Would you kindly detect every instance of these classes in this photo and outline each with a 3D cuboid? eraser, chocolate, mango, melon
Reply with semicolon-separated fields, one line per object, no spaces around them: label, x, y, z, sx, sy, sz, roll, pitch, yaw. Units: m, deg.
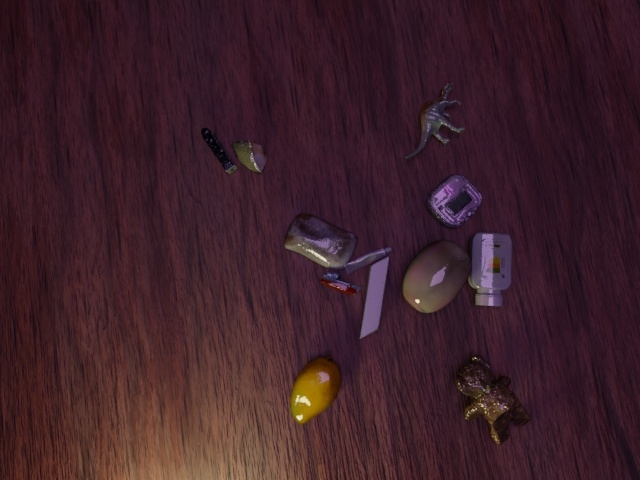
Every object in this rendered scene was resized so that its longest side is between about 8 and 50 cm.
eraser;0.221;0.232;1.800;0.077;0.111;0.352;9;85;7
chocolate;0.000;0.000;1.852;0.303;0.100;0.185;24;83;3
mango;-0.023;0.610;1.778;0.176;0.119;0.317;32;95;4
melon;0.464;0.139;1.739;0.223;0.223;0.317;39;88;7
melon;-0.313;-0.399;1.908;0.202;0.139;0.093;41;65;9

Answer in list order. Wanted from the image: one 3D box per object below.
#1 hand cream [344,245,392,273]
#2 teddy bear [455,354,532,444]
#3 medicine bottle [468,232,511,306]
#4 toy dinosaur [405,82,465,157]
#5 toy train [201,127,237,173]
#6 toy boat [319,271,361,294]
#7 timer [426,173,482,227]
hand cream;0.205;0.080;1.853;0.216;0.038;0.052;-24;105;-1
teddy bear;0.667;0.632;1.721;0.246;0.222;0.296;-37;126;-7
medicine bottle;0.693;0.119;1.783;0.161;0.111;0.296;5;85;4
toy dinosaur;0.493;-0.488;1.872;0.205;0.092;0.393;44;89;7
toy train;-0.458;-0.406;1.944;0.052;0.051;0.234;-36;79;-1
toy boat;0.086;0.181;1.836;0.173;0.069;0.059;20;72;12
timer;0.568;-0.168;1.844;0.208;0.069;0.191;-44;86;-3
